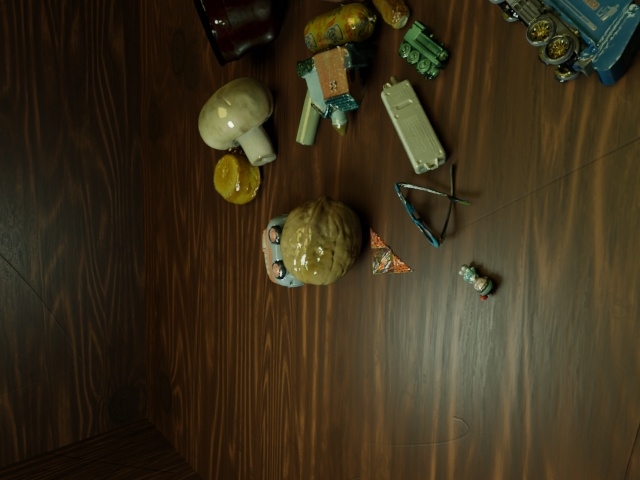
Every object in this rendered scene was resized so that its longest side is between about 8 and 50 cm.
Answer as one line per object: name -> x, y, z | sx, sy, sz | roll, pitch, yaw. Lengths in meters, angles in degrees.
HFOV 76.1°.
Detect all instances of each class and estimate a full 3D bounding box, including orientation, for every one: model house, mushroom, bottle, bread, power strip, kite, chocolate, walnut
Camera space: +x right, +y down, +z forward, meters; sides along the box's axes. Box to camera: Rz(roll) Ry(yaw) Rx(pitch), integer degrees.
model house -> 0.065, -0.509, 1.407 | 0.253, 0.184, 0.291 | 5, 110, 40
mushroom -> -0.348, -0.500, 1.712 | 0.353, 0.325, 0.353 | -3, 82, 23
bottle -> -0.038, -0.472, 1.569 | 0.072, 0.072, 0.201 | 33, 116, 41
bread -> -0.386, -0.291, 1.903 | 0.268, 0.145, 0.268 | -1, 89, 45
power strip -> 0.274, -0.352, 1.229 | 0.098, 0.058, 0.338 | -23, 74, 12
kite -> 0.209, 0.071, 1.394 | 0.222, 0.008, 0.125 | 51, 127, 31
chocolate -> -0.320, -0.939, 1.641 | 0.384, 0.331, 0.383 | 63, 171, 17
walnut -> 0.001, 0.000, 1.433 | 0.277, 0.252, 0.313 | 19, 107, 46

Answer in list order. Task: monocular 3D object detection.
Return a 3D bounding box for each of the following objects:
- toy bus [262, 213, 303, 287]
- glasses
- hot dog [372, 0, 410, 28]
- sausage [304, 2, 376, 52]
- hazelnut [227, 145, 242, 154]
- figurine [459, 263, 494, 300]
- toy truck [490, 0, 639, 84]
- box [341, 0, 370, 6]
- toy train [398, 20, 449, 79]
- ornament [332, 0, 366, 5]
toy bus -> -0.132, 0.043, 1.642 | 0.232, 0.194, 0.288 | -12, 85, 59
glasses -> 0.321, -0.117, 1.190 | 0.207, 0.102, 0.239 | -52, 57, 36
hot dog -> 0.192, -0.790, 1.302 | 0.083, 0.068, 0.289 | -49, 60, 45
sausage -> 0.055, -0.722, 1.400 | 0.347, 0.123, 0.123 | 16, 105, 50
hazelnut -> -0.413, -0.445, 1.973 | 0.086, 0.086, 0.086 | 5, 97, 47
figurine -> 0.430, 0.113, 1.133 | 0.106, 0.047, 0.060 | 46, 116, 37
toy truck -> 0.535, -0.499, 0.906 | 0.175, 0.146, 0.367 | -43, 66, 32
box -> 0.107, -0.847, 1.417 | 0.090, 0.024, 0.167 | -49, 59, 38
toy train -> 0.305, -0.554, 1.200 | 0.111, 0.071, 0.170 | -51, 58, 28
ornament -> 0.027, -0.860, 1.287 | 0.235, 0.217, 0.221 | 68, 152, 20
